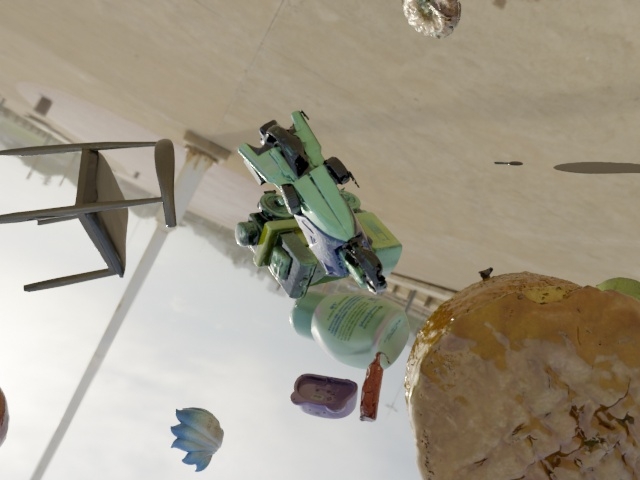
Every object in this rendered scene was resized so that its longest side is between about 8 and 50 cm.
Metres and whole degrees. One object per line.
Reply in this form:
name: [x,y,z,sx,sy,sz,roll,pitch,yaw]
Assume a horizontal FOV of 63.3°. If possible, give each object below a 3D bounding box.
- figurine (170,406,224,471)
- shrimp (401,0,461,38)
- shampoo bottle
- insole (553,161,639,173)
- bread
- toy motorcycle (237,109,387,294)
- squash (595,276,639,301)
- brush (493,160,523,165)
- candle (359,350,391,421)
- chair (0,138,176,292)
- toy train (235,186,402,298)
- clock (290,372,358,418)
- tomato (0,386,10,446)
figurine: [-0.218,0.332,0.899,0.114,0.079,0.114,31,-143,-27]
shrimp: [0.248,-0.546,1.116,0.154,0.062,0.294,41,171,12]
shampoo bottle: [0.062,0.236,1.460,0.350,0.222,0.151,10,137,40]
insole: [0.734,-0.175,1.255,0.323,0.007,0.109,7,-153,36]
bread: [0.299,0.240,0.735,0.399,0.397,0.215,26,-169,-8]
toy motorcycle: [0.001,-0.051,0.871,0.331,0.125,0.196,56,171,0]
squash: [0.592,0.209,1.054,0.137,0.287,0.137,24,136,26]
brush: [0.549,-0.226,1.518,0.083,0.024,0.008,7,130,31]
candle: [0.118,0.314,1.132,0.053,0.162,0.048,36,141,-29]
chair: [-0.342,-0.050,0.806,0.166,0.273,0.188,84,172,-47]
toy train: [0.000,0.000,1.263,0.398,0.160,0.253,-8,-134,-37]
clock: [0.007,0.367,1.203,0.153,0.050,0.110,4,-155,21]
tomato: [-0.751,0.369,1.015,0.265,0.264,0.265,25,176,2]
